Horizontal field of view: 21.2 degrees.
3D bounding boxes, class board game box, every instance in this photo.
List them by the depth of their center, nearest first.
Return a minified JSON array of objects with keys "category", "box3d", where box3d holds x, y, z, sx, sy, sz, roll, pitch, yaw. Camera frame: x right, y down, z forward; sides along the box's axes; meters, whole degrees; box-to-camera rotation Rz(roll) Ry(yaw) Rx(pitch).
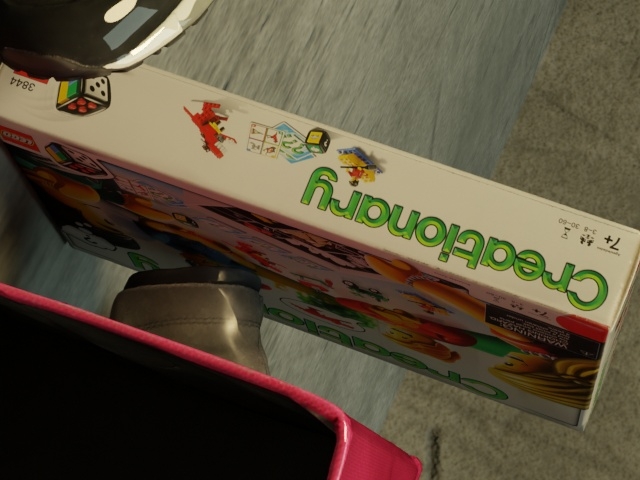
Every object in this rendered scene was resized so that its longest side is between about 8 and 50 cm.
[{"category":"board game box","box3d":[0.000,0.000,0.849,0.193,0.305,0.053,75,36,-70]}]

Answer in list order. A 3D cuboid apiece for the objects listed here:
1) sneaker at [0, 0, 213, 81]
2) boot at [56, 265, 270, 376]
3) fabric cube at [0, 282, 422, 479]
[{"category":"sneaker","box3d":[-0.079,-0.201,0.729,0.124,0.107,0.283,68,38,-51]},{"category":"boot","box3d":[-0.141,0.166,0.873,0.118,0.338,0.223,31,35,-63]},{"category":"fabric cube","box3d":[-0.128,0.149,0.638,0.258,0.259,0.254,53,58,-77]}]
